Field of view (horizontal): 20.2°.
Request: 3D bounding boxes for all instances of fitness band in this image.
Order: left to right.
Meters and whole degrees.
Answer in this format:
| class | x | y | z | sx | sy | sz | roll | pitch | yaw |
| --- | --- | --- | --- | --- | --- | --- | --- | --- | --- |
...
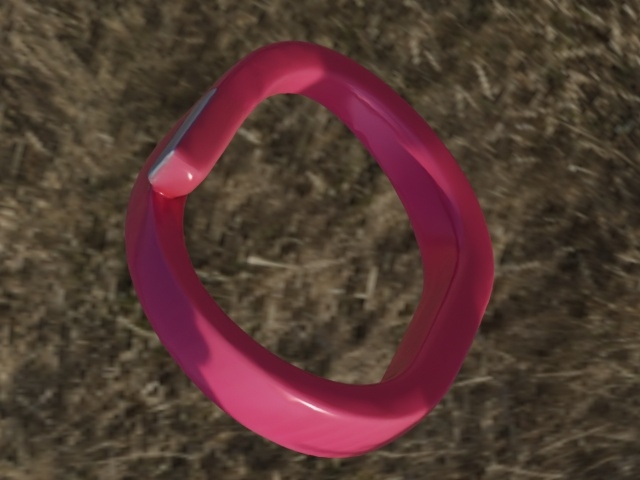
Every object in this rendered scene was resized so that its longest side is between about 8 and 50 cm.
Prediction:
| class | x | y | z | sx | sy | sz | roll | pitch | yaw |
| --- | --- | --- | --- | --- | --- | --- | --- | --- | --- |
| fitness band | 0.000 | 0.000 | 1.016 | 0.209 | 0.291 | 0.054 | 45 | 125 | -9 |
